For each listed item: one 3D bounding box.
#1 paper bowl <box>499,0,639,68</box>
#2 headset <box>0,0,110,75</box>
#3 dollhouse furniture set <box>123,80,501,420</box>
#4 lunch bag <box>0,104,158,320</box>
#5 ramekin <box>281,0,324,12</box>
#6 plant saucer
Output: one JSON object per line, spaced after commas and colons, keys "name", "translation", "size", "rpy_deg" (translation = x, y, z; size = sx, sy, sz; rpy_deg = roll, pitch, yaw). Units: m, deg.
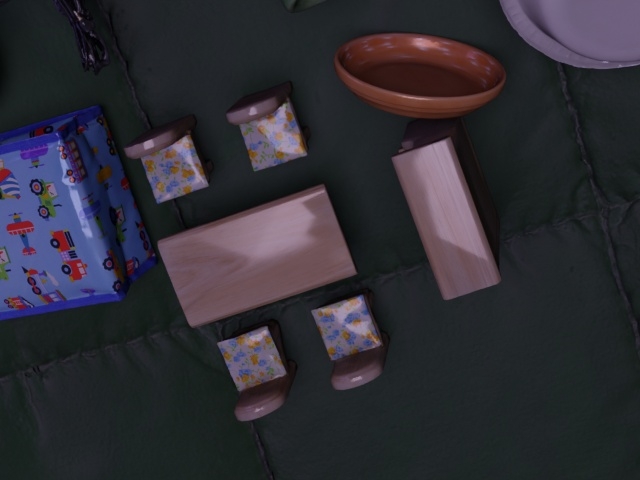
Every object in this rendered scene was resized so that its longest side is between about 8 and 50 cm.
{"name": "paper bowl", "translation": [0.328, -0.310, 1.571], "size": [0.284, 0.148, 0.284], "rpy_deg": [-1, 135, -1]}
{"name": "headset", "translation": [-0.455, -0.198, 1.707], "size": [0.394, 0.243, 0.185], "rpy_deg": [-27, 78, -2]}
{"name": "dollhouse furniture set", "translation": [0.000, 0.000, 1.696], "size": [0.394, 0.256, 0.362], "rpy_deg": [-19, 101, 11]}
{"name": "lunch bag", "translation": [-0.389, -0.018, 1.816], "size": [0.293, 0.138, 0.221], "rpy_deg": [-13, 106, 19]}
{"name": "ramekin", "translation": [0.048, -0.395, 1.572], "size": [0.303, 0.303, 0.148], "rpy_deg": [-34, 91, 14]}
{"name": "plant saucer", "translation": [0.113, -0.188, 1.666], "size": [0.200, 0.200, 0.037], "rpy_deg": [8, 118, 5]}
